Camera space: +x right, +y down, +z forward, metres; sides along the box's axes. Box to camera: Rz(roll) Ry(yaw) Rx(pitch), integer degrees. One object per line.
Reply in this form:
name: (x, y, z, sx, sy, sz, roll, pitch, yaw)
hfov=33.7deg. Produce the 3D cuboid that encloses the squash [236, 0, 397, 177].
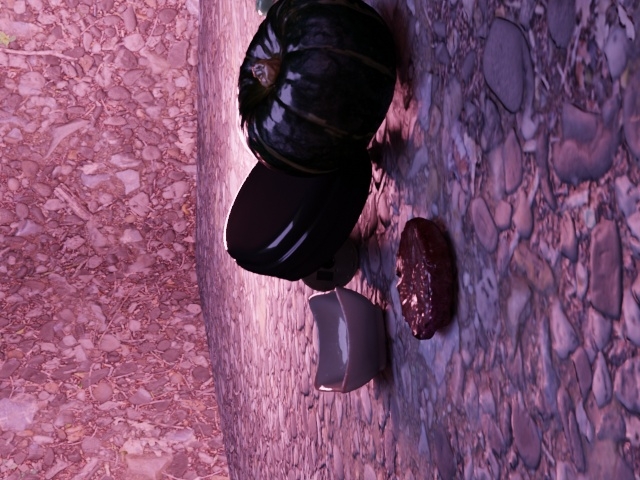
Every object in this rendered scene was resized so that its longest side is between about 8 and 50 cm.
squash: (-0.011, -0.205, 1.380, 0.252, 0.165, 0.252, -32, 49, 47)

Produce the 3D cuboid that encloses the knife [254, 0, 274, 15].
knife: (-0.131, -0.525, 2.304, 0.260, 0.035, 0.063, -123, 35, -73)

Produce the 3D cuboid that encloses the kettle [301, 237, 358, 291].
kettle: (-0.005, 0.003, 1.678, 0.148, 0.098, 0.126, -123, 10, -72)

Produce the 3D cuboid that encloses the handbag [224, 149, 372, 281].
handbag: (-0.032, -0.060, 1.569, 0.253, 0.093, 0.308, -62, 24, -10)

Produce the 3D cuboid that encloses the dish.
dish: (0.042, 0.147, 1.556, 0.212, 0.077, 0.151, 147, 120, -77)

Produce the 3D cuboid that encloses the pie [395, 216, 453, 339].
pie: (0.121, 0.044, 1.244, 0.154, 0.036, 0.154, 176, 90, -78)

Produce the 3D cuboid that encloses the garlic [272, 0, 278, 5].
garlic: (-0.006, -0.290, 1.602, 0.228, 0.110, 0.217, 94, 159, -82)
